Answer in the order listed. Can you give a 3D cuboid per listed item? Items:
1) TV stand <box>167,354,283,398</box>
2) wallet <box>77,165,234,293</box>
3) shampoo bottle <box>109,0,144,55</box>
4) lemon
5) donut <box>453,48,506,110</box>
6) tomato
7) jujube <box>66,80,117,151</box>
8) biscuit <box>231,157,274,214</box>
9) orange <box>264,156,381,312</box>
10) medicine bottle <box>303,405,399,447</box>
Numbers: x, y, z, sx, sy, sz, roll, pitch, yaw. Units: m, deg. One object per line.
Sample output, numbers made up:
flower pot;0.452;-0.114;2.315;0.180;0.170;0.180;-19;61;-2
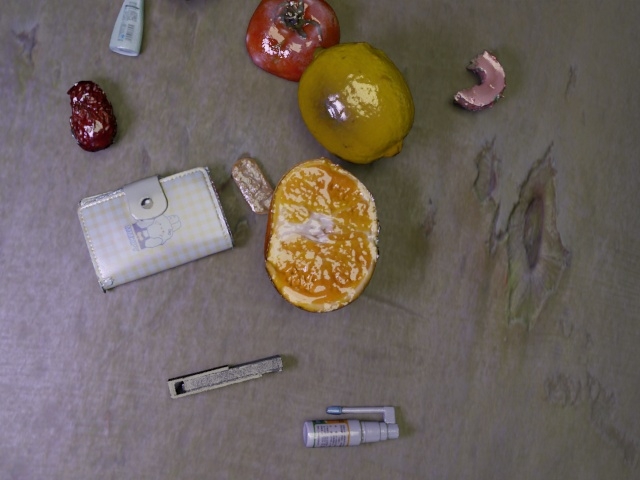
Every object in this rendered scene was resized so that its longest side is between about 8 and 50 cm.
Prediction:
TV stand;-0.215;0.306;1.507;0.256;0.049;0.040;-12;88;-12
wallet;-0.373;-0.034;1.503;0.309;0.077;0.223;-18;92;-11
shampoo bottle;-0.442;-0.530;1.549;0.069;0.041;0.191;9;83;-4
lemon;0.082;-0.313;1.524;0.284;0.260;0.260;29;80;-3
donut;0.415;-0.394;1.688;0.117;0.065;0.166;33;81;-5
tomato;-0.064;-0.504;1.592;0.236;0.095;0.237;1;84;-10
jujube;-0.508;-0.280;1.484;0.104;0.104;0.166;-10;85;-12
biscuit;-0.157;-0.129;1.575;0.071;0.018;0.147;-30;91;-13
orange;-0.004;0.002;1.479;0.274;0.274;0.310;-3;51;-11
medicine bottle;0.072;0.433;1.547;0.220;0.061;0.092;2;65;-11
